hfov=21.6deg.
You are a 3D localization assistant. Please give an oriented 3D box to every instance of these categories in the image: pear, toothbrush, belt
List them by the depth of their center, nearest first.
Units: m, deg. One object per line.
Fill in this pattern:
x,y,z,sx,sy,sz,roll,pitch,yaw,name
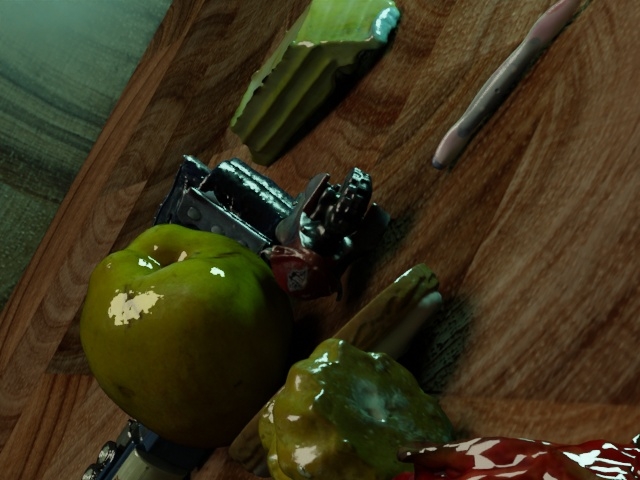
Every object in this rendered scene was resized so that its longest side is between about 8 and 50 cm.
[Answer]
0.174,-0.160,1.371,0.269,0.021,0.027,-51,6,24,toothbrush
-0.117,0.086,1.505,0.200,0.200,0.200,-52,18,24,pear
-0.113,0.010,1.660,0.122,0.128,0.218,-48,-10,-49,belt

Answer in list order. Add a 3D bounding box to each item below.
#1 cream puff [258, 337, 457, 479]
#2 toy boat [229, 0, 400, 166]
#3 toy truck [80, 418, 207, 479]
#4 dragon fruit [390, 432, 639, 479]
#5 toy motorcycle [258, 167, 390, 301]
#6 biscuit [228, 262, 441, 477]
0.015,0.144,1.109,0.116,0.146,0.146,-48,20,37,cream puff
-0.020,-0.190,1.879,0.276,0.084,0.111,-41,22,49,toy boat
-0.177,0.228,1.630,0.201,0.074,0.088,-54,22,18,toy truck
0.076,0.208,0.585,0.342,0.277,0.277,-57,17,3,dragon fruit
0.001,0.001,1.505,0.122,0.082,0.213,-56,4,-7,toy motorcycle
0.017,0.103,1.246,0.208,0.049,0.181,-45,-6,20,biscuit
